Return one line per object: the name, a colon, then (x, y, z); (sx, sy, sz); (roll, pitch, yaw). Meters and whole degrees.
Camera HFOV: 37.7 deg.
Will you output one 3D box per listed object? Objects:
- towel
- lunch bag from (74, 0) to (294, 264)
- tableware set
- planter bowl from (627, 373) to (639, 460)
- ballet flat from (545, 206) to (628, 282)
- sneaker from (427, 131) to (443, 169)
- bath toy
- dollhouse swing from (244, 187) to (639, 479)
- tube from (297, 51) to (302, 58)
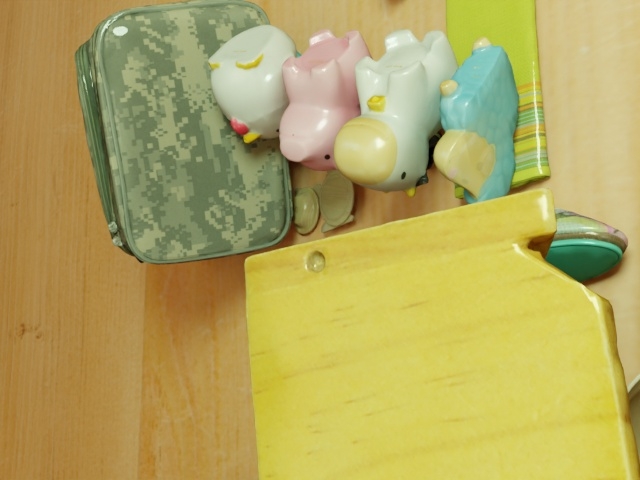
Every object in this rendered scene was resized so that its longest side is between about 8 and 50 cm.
towel: (0.163, -0.160, 0.870); (0.102, 0.021, 0.237); (-13, 74, 47)
lunch bag: (-0.173, -0.124, 1.134); (0.256, 0.213, 0.305); (-161, 62, -70)
tableware set: (0.000, 0.000, 1.066); (0.141, 0.020, 0.168); (-4, 83, 55)
planter bowl: (0.251, 0.169, 0.603); (0.109, 0.162, 0.162); (97, 154, -50)
ballet flat: (0.164, 0.013, 0.807); (0.221, 0.077, 0.079); (-34, 35, 47)
sneaker: (0.107, -0.113, 0.925); (0.069, 0.038, 0.098); (33, 121, 48)
bath toy: (0.024, -0.121, 0.903); (0.348, 0.129, 0.151); (18, 55, 43)
dollhouse swing: (0.110, 0.184, 0.697); (0.315, 0.305, 0.346); (-13, 75, 29)
tube: (-0.014, -0.169, 1.088); (0.207, 0.052, 0.080); (52, 140, 40)
